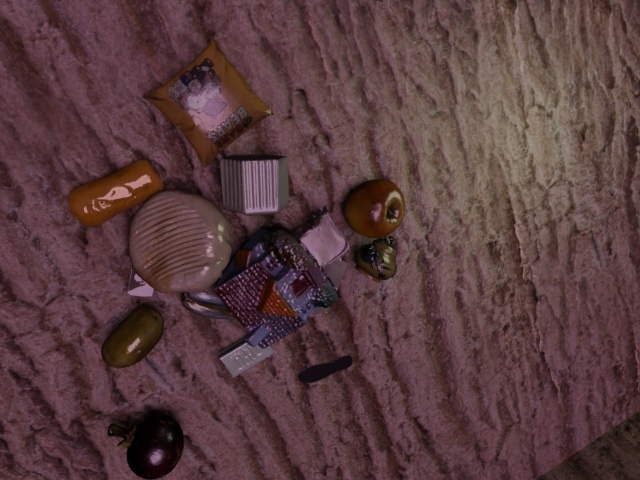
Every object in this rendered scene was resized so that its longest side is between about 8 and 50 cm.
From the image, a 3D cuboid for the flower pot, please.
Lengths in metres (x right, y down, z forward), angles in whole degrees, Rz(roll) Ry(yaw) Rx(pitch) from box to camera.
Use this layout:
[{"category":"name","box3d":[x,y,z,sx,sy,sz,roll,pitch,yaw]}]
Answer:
[{"category":"flower pot","box3d":[-0.227,-0.201,1.699,0.209,0.239,0.189,-16,113,-44]}]

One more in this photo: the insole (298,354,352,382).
[{"category":"insole","box3d":[0.023,0.563,2.126,0.254,0.005,0.086,-15,111,-13]}]

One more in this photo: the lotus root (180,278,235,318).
[{"category":"lotus root","box3d":[-0.362,0.215,1.821,0.323,0.139,0.158,19,120,-30]}]

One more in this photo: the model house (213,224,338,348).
[{"category":"model house","box3d":[-0.191,0.181,1.735,0.339,0.297,0.360,-45,118,-22]}]

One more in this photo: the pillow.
[{"category":"pillow","box3d":[-0.367,-0.454,1.625,0.310,0.119,0.312,-42,113,-7]}]

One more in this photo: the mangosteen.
[{"category":"mangosteen","box3d":[-0.662,0.768,1.839,0.289,0.231,0.231,20,99,-17]}]

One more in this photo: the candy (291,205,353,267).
[{"category":"candy","box3d":[0.000,0.000,1.858,0.185,0.137,0.195,-39,99,-7]}]

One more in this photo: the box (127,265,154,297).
[{"category":"box","box3d":[-0.642,0.140,1.760,0.091,0.031,0.125,9,102,-21]}]

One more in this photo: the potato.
[{"category":"potato","box3d":[-0.663,0.348,1.732,0.148,0.197,0.228,54,51,-28]}]

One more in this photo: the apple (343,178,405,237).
[{"category":"apple","box3d":[0.204,-0.125,1.888,0.237,0.208,0.236,-13,112,-35]}]

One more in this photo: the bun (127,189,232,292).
[{"category":"bun","box3d":[-0.466,0.007,1.668,0.366,0.219,0.364,-2,82,12]}]

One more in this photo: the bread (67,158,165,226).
[{"category":"bread","box3d":[-0.679,-0.159,1.628,0.305,0.091,0.141,-28,118,-8]}]

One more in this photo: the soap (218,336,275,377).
[{"category":"soap","box3d":[-0.294,0.450,1.953,0.199,0.063,0.114,-31,112,-8]}]

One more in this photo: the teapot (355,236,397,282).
[{"category":"teapot","box3d":[0.243,0.065,1.961,0.270,0.173,0.182,17,107,-56]}]

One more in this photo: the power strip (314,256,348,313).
[{"category":"power strip","box3d":[0.017,0.179,1.985,0.118,0.046,0.270,19,98,-25]}]
